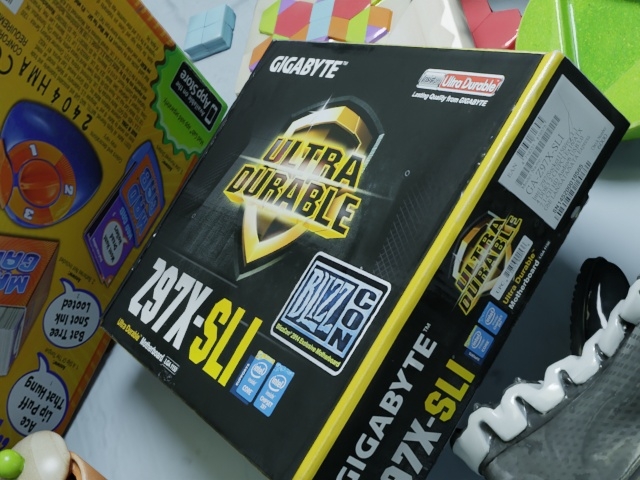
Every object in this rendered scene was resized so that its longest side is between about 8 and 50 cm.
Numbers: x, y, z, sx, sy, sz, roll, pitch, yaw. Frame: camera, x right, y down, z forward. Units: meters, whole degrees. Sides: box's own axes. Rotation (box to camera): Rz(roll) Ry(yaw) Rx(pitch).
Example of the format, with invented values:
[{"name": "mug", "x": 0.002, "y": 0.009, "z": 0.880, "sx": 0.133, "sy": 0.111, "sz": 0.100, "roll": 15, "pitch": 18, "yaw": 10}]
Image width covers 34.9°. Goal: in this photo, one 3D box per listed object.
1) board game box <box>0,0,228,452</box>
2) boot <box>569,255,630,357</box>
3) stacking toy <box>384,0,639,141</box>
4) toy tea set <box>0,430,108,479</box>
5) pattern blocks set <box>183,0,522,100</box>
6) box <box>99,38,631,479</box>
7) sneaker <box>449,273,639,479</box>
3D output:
[{"name": "board game box", "x": -0.356, "y": -0.076, "z": 0.761, "sx": 0.356, "sy": 0.356, "sz": 0.356, "roll": 17, "pitch": 73, "yaw": 28}, {"name": "boot", "x": 0.186, "y": 0.064, "z": 0.548, "sx": 0.099, "sy": 0.045, "sz": 0.121, "roll": -5, "pitch": 64, "yaw": 36}, {"name": "stacking toy", "x": 0.199, "y": -0.205, "z": 0.711, "sx": 0.309, "sy": 0.130, "sz": 0.279, "roll": 22, "pitch": 96, "yaw": 42}, {"name": "toy tea set", "x": -0.259, "y": 0.280, "z": 0.661, "sx": 0.200, "sy": 0.124, "sz": 0.336, "roll": -3, "pitch": 58, "yaw": 35}, {"name": "pattern blocks set", "x": 0.008, "y": -0.185, "z": 0.875, "sx": 0.325, "sy": 0.026, "sz": 0.285, "roll": -23, "pitch": 48, "yaw": 22}, {"name": "box", "x": 0.000, "y": 0.000, "z": 0.640, "sx": 0.257, "sy": 0.079, "sz": 0.322, "roll": -60, "pitch": 31, "yaw": -4}, {"name": "sneaker", "x": 0.167, "y": 0.076, "z": 0.474, "sx": 0.234, "sy": 0.078, "sz": 0.106, "roll": -46, "pitch": 56, "yaw": 30}]
